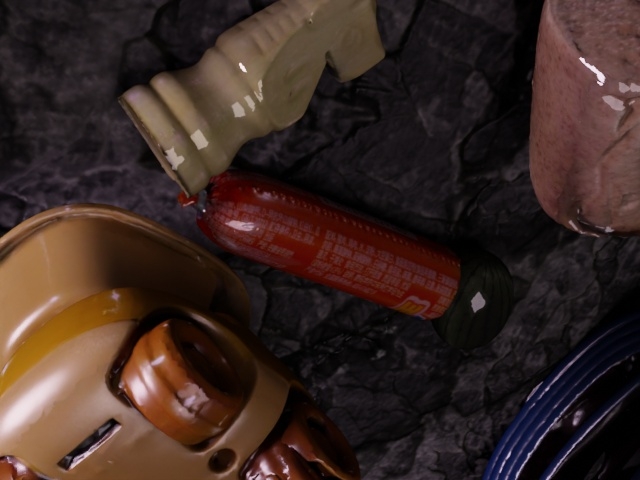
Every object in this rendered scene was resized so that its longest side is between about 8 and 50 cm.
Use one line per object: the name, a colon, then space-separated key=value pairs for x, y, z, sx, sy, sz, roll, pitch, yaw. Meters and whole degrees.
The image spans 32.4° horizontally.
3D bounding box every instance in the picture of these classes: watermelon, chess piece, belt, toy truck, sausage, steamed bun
watermelon: x=0.140 y=0.057 z=1.032 sx=0.078 sy=0.078 sz=0.111 roll=-11 pitch=132 yaw=-14
chess piece: x=-0.041 y=-0.123 z=0.812 sx=0.200 sy=0.090 sz=0.090 roll=-35 pitch=133 yaw=-7
belt: x=0.316 y=0.231 z=1.157 sx=0.117 sy=0.212 sz=0.347 roll=22 pitch=113 yaw=-36
toy truck: x=-0.126 y=0.129 z=0.811 sx=0.204 sy=0.212 sz=0.288 roll=-40 pitch=128 yaw=12
sausage: x=0.000 y=0.000 z=0.926 sx=0.274 sy=0.074 sz=0.074 roll=21 pitch=118 yaw=-35
steamed bun: x=0.299 y=-0.150 z=0.853 sx=0.301 sy=0.199 sz=0.251 roll=-13 pitch=150 yaw=0
